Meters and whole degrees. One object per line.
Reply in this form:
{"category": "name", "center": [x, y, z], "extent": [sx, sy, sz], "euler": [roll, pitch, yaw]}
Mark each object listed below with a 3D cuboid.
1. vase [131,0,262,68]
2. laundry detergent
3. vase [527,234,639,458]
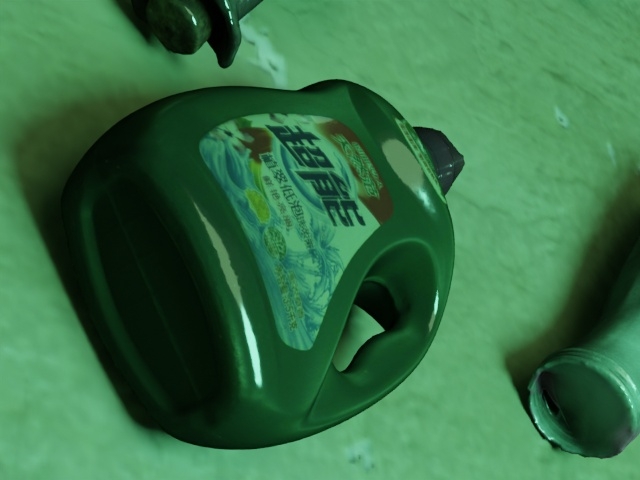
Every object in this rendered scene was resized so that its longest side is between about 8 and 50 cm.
{"category": "vase", "center": [-0.013, -0.145, 0.773], "extent": [0.120, 0.120, 0.183], "euler": [50, 55, -12]}
{"category": "laundry detergent", "center": [0.000, 0.000, 0.710], "extent": [0.221, 0.078, 0.144], "euler": [-18, 81, -54]}
{"category": "vase", "center": [0.180, 0.037, 0.882], "extent": [0.086, 0.086, 0.214], "euler": [56, 42, -3]}
